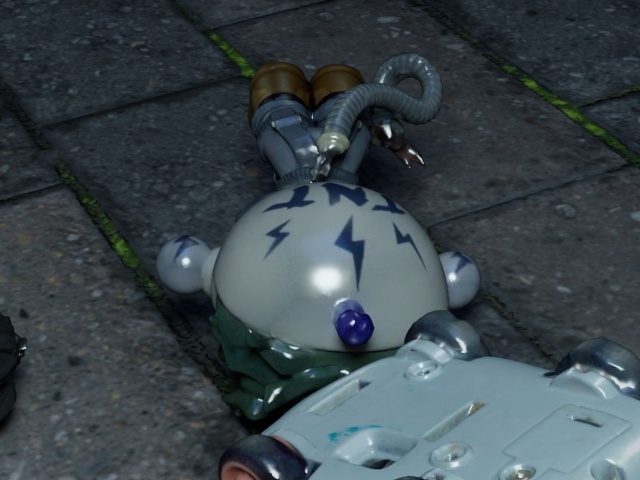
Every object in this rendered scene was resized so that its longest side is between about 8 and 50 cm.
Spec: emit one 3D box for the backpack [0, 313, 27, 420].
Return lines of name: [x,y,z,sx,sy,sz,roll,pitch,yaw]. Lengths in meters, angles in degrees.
backpack: [-0.355,0.114,1.232,0.258,0.133,0.206,-15,38,-31]

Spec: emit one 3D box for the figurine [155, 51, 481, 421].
figurine: [-0.004,0.002,1.322,0.261,0.186,0.382,-9,37,1]

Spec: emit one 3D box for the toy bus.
toy bus: [0.087,0.188,0.958,0.194,0.232,0.288,-28,24,-36]
